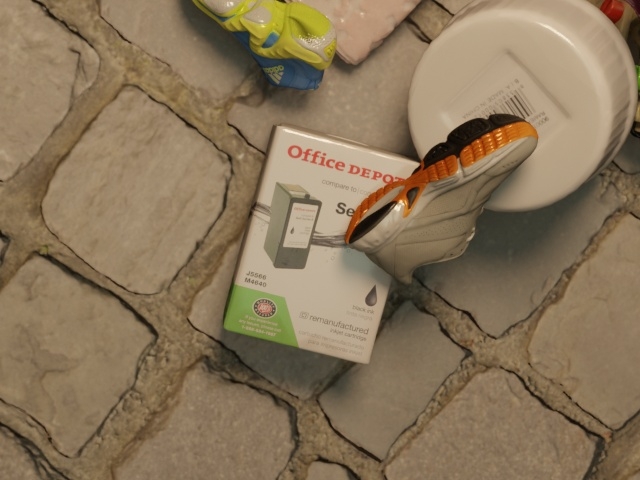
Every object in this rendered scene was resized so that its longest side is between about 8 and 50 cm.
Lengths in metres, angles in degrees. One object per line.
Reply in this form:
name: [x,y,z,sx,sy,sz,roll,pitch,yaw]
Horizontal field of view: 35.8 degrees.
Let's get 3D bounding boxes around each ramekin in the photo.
ramekin: [0.241,-0.168,1.221,0.277,0.135,0.277,8,112,22]

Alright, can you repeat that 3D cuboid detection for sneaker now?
sneaker: [-0.086,-0.266,1.270,0.240,0.126,0.091,36,59,22]
sneaker: [0.161,-0.045,1.186,0.262,0.099,0.121,-35,116,26]

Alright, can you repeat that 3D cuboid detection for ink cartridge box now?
ink cartridge box: [0.000,0.000,1.299,0.198,0.115,0.273,14,97,-6]

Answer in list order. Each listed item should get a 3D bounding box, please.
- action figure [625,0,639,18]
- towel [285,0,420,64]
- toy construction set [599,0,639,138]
action figure: [0.511,-0.364,1.139,0.370,0.248,0.276,-41,77,-4]
towel: [0.044,-0.439,1.222,0.317,0.053,0.332,43,113,-8]
toy construction set: [0.506,-0.213,1.275,0.327,0.151,0.215,19,99,-5]
